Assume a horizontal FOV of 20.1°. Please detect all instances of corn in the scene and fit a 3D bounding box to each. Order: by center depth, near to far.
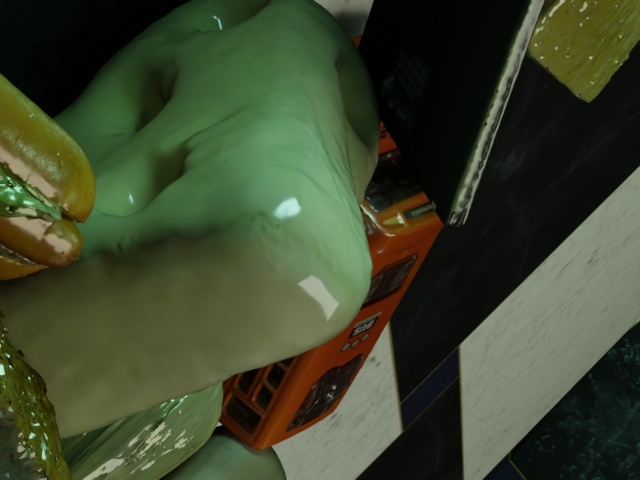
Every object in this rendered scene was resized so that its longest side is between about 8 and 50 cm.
[{"bbox_3d":[-0.203,0.182,1.337,0.305,0.123,0.122,-40,126,-20],"label":"corn"}]

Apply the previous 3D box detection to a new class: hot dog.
[{"bbox_3d":[-0.206,-0.058,0.840,0.100,0.068,0.249,-49,125,6],"label":"hot dog"}]

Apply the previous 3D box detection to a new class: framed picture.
[{"bbox_3d":[0.098,-0.209,1.061,0.014,0.255,0.338,11,113,-18],"label":"framed picture"}]

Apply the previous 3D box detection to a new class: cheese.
[{"bbox_3d":[-0.130,-0.015,1.079,0.328,0.129,0.351,-21,-152,13],"label":"cheese"}]

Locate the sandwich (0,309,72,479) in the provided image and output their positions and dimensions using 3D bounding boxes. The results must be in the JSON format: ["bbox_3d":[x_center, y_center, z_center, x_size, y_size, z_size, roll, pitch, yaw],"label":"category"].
[{"bbox_3d":[-0.262,0.059,0.788,0.271,0.099,0.301,-22,146,-13],"label":"sandwich"}]

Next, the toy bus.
[{"bbox_3d":[0.000,0.000,1.392,0.143,0.153,0.329,-21,146,-49],"label":"toy bus"}]

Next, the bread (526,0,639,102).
[{"bbox_3d":[0.210,-0.211,1.514,0.138,0.102,0.196,-54,156,7],"label":"bread"}]

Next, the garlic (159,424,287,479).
[{"bbox_3d":[-0.142,0.262,1.471,0.279,0.132,0.325,-46,-173,-3],"label":"garlic"}]
